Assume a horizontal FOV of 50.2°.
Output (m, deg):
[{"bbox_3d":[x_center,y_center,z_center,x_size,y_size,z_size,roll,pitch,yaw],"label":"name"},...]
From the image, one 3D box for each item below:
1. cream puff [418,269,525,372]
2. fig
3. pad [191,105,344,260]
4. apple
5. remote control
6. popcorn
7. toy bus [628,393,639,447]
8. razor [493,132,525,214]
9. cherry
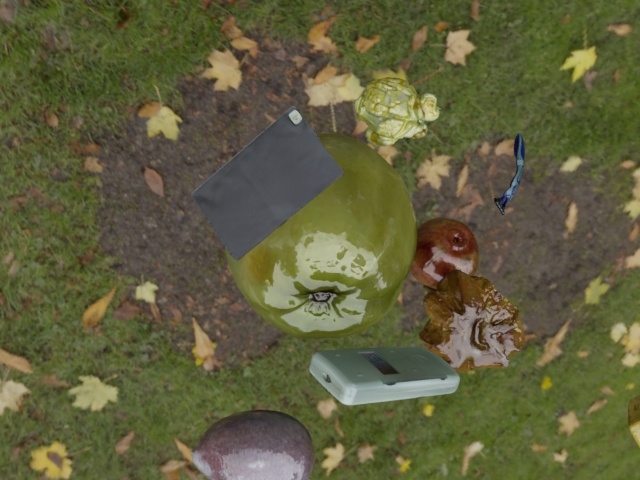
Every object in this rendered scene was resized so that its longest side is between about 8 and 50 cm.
[{"bbox_3d":[0.358,0.196,1.592,0.268,0.155,0.241,14,110,-9],"label":"cream puff"},{"bbox_3d":[0.307,0.046,1.758,0.205,0.205,0.205,-15,124,-24],"label":"fig"},{"bbox_3d":[-0.074,-0.074,0.899,0.193,0.116,0.004,-39,170,14],"label":"pad"},{"bbox_3d":[0.000,0.000,1.537,0.473,0.473,0.474,-15,124,-24],"label":"apple"},{"bbox_3d":[0.127,0.251,1.298,0.296,0.140,0.056,4,110,-37],"label":"remote control"},{"bbox_3d":[0.140,-0.254,1.325,0.141,0.162,0.136,5,71,-48],"label":"popcorn"},{"bbox_3d":[0.520,0.160,0.769,0.335,0.123,0.121,-41,168,24],"label":"toy bus"},{"bbox_3d":[0.330,-0.118,1.159,0.044,0.028,0.155,45,58,-46],"label":"razor"},{"bbox_3d":[-0.084,0.265,0.836,0.148,0.188,0.115,-12,81,-20],"label":"cherry"}]
